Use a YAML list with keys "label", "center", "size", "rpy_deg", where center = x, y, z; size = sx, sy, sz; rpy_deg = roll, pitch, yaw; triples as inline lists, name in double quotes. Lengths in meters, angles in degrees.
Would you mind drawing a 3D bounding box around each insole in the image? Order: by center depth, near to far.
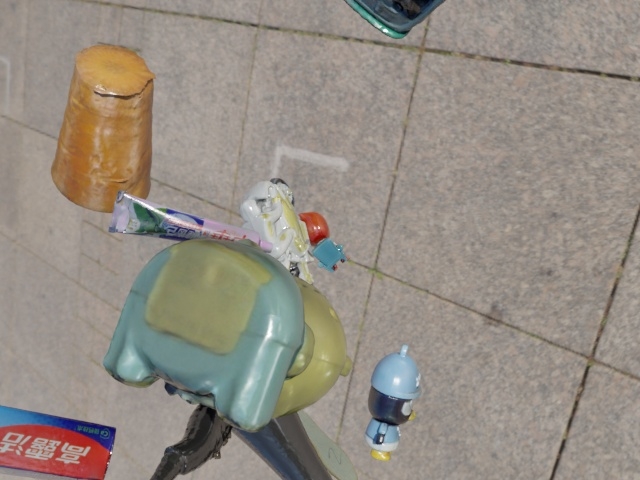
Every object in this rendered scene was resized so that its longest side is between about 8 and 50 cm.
- label: "insole"
  center: [0.003, 0.378, 1.124]
  size: [0.188, 0.064, 0.004]
  rpy_deg: [41, 118, 33]

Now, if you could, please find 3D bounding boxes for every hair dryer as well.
- label: "hair dryer"
  center: [-0.106, 0.244, 0.686]
  size: [0.120, 0.359, 0.304]
  rpy_deg: [-31, 90, 15]

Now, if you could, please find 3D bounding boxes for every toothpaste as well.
- label: "toothpaste"
  center: [-0.131, -0.011, 0.638]
  size: [0.028, 0.169, 0.045]
  rpy_deg: [-132, 57, -68]
- label: "toothpaste"
  center: [-0.391, 0.206, 0.648]
  size: [0.076, 0.320, 0.066]
  rpy_deg: [-34, 43, 50]

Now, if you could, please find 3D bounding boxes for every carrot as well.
- label: "carrot"
  center: [-0.384, -0.204, 1.128]
  size: [0.196, 0.195, 0.254]
  rpy_deg: [50, 133, 25]

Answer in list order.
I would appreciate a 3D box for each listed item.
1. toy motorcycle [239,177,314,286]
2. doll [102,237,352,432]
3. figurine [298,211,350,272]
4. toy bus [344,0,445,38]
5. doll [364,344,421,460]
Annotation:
- label: "toy motorcycle"
  center: [-0.069, -0.012, 0.937]
  size: [0.074, 0.151, 0.229]
  rpy_deg: [-23, 62, 24]
- label: "doll"
  center: [-0.072, 0.097, 0.614]
  size: [0.176, 0.261, 0.162]
  rpy_deg: [13, 77, 19]
- label: "figurine"
  center: [0.000, 0.000, 1.272]
  size: [0.068, 0.075, 0.140]
  rpy_deg: [-37, 85, 8]
- label: "toy bus"
  center: [0.169, -0.460, 0.822]
  size: [0.343, 0.183, 0.200]
  rpy_deg: [-25, 32, 60]
- label: "doll"
  center: [0.198, 0.435, 1.655]
  size: [0.141, 0.177, 0.314]
  rpy_deg: [12, 97, 14]
